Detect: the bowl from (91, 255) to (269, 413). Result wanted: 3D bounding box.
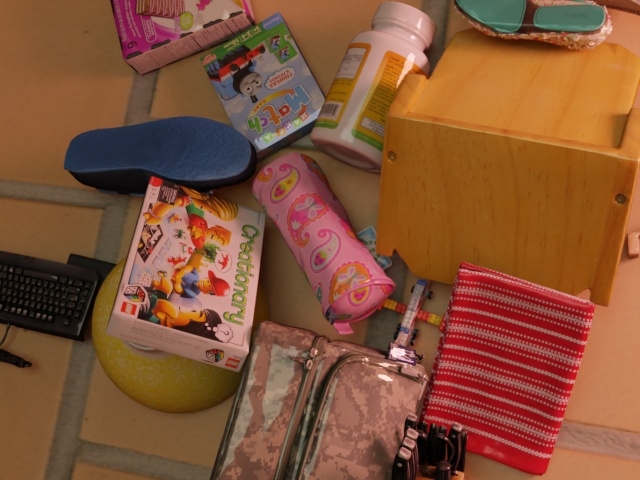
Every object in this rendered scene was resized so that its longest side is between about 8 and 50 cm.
[{"bbox_3d":[-0.236,0.120,1.490,0.289,0.156,0.290,-2,77,10],"label":"bowl"}]

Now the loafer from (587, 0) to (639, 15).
[{"bbox_3d":[0.368,-0.397,1.490,0.319,0.112,0.111,25,90,28],"label":"loafer"}]

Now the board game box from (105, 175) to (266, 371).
[{"bbox_3d":[-0.189,0.042,1.412,0.193,0.053,0.305,18,39,-13],"label":"board game box"}]

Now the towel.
[{"bbox_3d":[0.255,0.185,1.353,0.198,0.031,0.275,18,110,18],"label":"towel"}]

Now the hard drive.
[{"bbox_3d":[-0.377,0.081,1.622,0.135,0.022,0.094,12,81,18],"label":"hard drive"}]

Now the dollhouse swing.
[{"bbox_3d":[0.300,-0.124,1.448,0.346,0.305,0.315,12,117,17],"label":"dollhouse swing"}]

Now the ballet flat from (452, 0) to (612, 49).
[{"bbox_3d":[0.316,-0.329,1.449,0.241,0.077,0.091,17,77,17],"label":"ballet flat"}]

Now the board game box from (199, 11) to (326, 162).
[{"bbox_3d":[-0.090,-0.258,1.616,0.160,0.039,0.211,-29,72,7],"label":"board game box"}]

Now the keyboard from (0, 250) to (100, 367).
[{"bbox_3d":[-0.530,0.122,1.636,0.317,0.033,0.202,9,79,24],"label":"keyboard"}]

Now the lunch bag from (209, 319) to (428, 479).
[{"bbox_3d":[-0.001,0.278,1.380,0.256,0.212,0.305,17,82,2],"label":"lunch bag"}]

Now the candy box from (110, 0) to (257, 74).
[{"bbox_3d":[-0.243,-0.409,1.679,0.233,0.071,0.159,-20,72,10],"label":"candy box"}]

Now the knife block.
[{"bbox_3d":[0.135,0.377,1.288,0.088,0.242,0.276,9,80,19],"label":"knife block"}]

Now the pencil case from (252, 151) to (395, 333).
[{"bbox_3d":[0.000,0.000,1.464,0.124,0.124,0.284,-33,62,6],"label":"pencil case"}]

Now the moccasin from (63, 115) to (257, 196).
[{"bbox_3d":[-0.255,-0.134,1.596,0.342,0.117,0.138,6,66,22],"label":"moccasin"}]

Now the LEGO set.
[{"bbox_3d":[0.160,0.052,1.460,0.182,0.060,0.244,-29,68,8],"label":"LEGO set"}]

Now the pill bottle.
[{"bbox_3d":[0.091,-0.242,1.508,0.136,0.136,0.246,21,83,19],"label":"pill bottle"}]

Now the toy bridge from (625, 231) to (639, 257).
[{"bbox_3d":[0.534,-0.011,1.386,0.188,0.026,0.063,-2,74,15],"label":"toy bridge"}]
